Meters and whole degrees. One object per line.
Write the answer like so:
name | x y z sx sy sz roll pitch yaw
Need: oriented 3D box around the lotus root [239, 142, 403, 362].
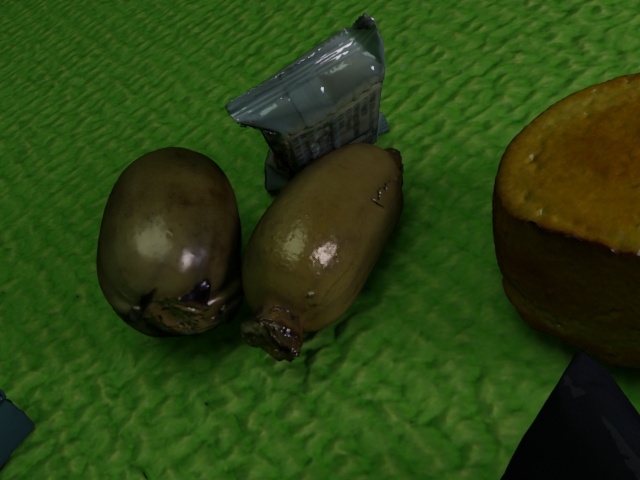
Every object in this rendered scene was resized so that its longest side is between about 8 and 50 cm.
lotus root | -0.002 -0.002 0.892 0.131 0.146 0.303 18 55 23

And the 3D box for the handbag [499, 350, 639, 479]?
handbag | 0.208 0.239 0.565 0.089 0.211 0.254 6 31 -31

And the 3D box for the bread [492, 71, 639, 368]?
bread | 0.314 -0.029 0.757 0.312 0.172 0.312 -14 45 15

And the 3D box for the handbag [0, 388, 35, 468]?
handbag | -0.409 0.188 0.842 0.057 0.221 0.144 28 63 39

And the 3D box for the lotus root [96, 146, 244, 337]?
lotus root | -0.174 -0.020 0.962 0.183 0.182 0.309 -17 41 9

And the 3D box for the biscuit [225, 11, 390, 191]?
biscuit | -0.004 -0.137 0.937 0.186 0.309 0.079 -31 81 -1
